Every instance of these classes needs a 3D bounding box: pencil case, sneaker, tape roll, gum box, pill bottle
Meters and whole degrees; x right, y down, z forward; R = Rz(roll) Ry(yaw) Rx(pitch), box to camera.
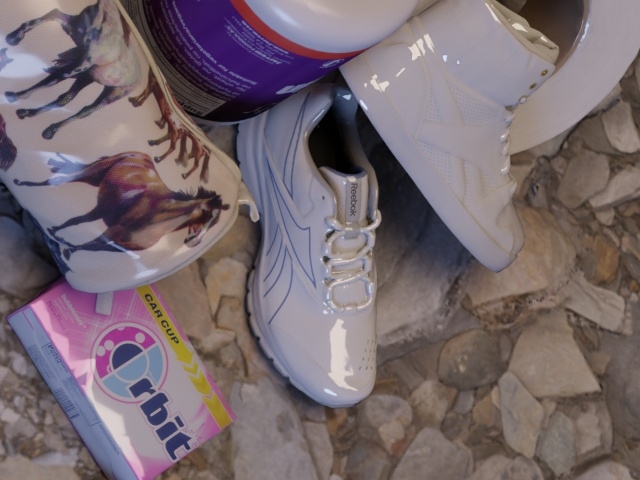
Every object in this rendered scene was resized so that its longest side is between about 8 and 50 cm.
[{"bbox_3d":[-0.213,-0.152,1.523,0.184,0.160,0.410,-26,111,12],"label":"pencil case"},{"bbox_3d":[0.154,-0.101,1.714,0.169,0.108,0.292,-33,132,7],"label":"sneaker"},{"bbox_3d":[0.159,-0.216,1.765,0.286,0.286,0.100,4,34,-28],"label":"tape roll"},{"bbox_3d":[-0.169,0.103,1.629,0.107,0.062,0.188,-34,94,-31],"label":"gum box"},{"bbox_3d":[0.000,0.000,1.710,0.111,0.129,0.297,-8,83,-32],"label":"sneaker"},{"bbox_3d":[-0.059,-0.204,1.614,0.182,0.323,0.181,7,75,-27],"label":"pill bottle"}]
